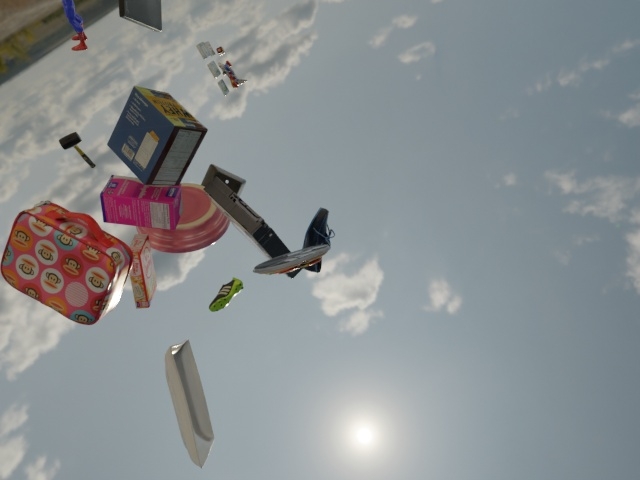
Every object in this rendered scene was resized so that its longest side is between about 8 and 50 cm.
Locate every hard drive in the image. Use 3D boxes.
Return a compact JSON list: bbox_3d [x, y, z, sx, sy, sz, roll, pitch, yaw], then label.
[{"bbox_3d":[-0.194,-0.028,1.653,0.064,0.339,0.237,-45,-119,-8],"label":"hard drive"},{"bbox_3d":[-0.458,-0.598,1.413,0.022,0.094,0.135,1,-176,25],"label":"hard drive"}]

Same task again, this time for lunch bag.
[{"bbox_3d":[-0.621,0.042,1.370,0.258,0.293,0.120,-61,178,22],"label":"lunch bag"}]

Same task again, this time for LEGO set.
[{"bbox_3d":[-0.332,-0.601,1.891,0.060,0.183,0.244,-25,-159,12],"label":"LEGO set"}]

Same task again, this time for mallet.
[{"bbox_3d":[-0.779,-0.279,1.783,0.062,0.190,0.039,-26,-109,-15],"label":"mallet"}]

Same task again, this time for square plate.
[{"bbox_3d":[-0.399,0.479,1.683,0.049,0.344,0.347,-15,175,-6],"label":"square plate"}]

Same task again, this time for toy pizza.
[{"bbox_3d":[-0.068,0.054,1.365,0.201,0.032,0.201,-17,-174,2],"label":"toy pizza"}]

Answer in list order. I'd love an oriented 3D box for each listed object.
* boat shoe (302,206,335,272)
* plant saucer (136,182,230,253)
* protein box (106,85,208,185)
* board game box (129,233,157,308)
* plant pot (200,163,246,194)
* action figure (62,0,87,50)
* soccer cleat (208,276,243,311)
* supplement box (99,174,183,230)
[{"bbox_3d":[0.000,0.000,1.840,0.089,0.258,0.109,27,-133,12],"label":"boat shoe"},{"bbox_3d":[-0.486,-0.096,1.958,0.331,0.084,0.332,2,-135,-2],"label":"plant saucer"},{"bbox_3d":[-0.472,-0.298,1.602,0.201,0.200,0.136,-55,158,22],"label":"protein box"},{"bbox_3d":[-0.566,0.096,1.761,0.045,0.194,0.147,-4,-155,-5],"label":"board game box"},{"bbox_3d":[-0.449,-0.229,2.524,0.188,0.187,0.167,-65,-165,-1],"label":"plant pot"},{"bbox_3d":[-0.785,-0.703,1.638,0.138,0.280,0.092,-8,-127,-17],"label":"action figure"},{"bbox_3d":[-0.394,0.222,2.277,0.072,0.060,0.179,26,-122,38],"label":"soccer cleat"},{"bbox_3d":[-0.543,-0.115,1.701,0.219,0.114,0.111,7,-141,-4],"label":"supplement box"}]
